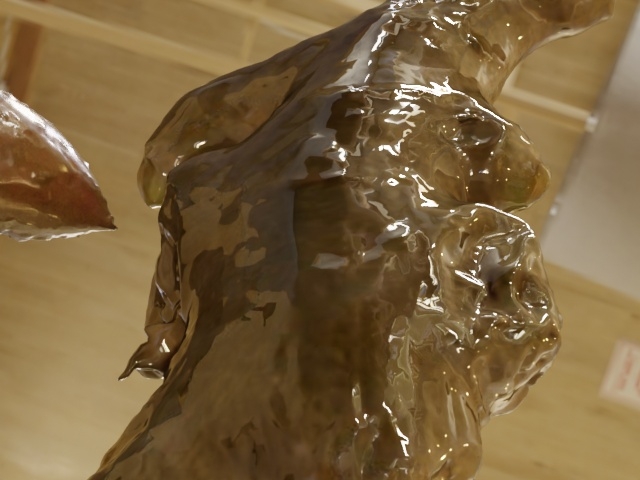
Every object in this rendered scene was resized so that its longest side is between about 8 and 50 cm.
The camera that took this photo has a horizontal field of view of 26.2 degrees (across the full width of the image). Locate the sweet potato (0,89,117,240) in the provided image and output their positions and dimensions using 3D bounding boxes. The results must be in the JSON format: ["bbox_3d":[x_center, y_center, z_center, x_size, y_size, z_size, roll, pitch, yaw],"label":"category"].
[{"bbox_3d":[-0.165,-0.049,0.488,0.068,0.206,0.060,-53,165,-41],"label":"sweet potato"}]

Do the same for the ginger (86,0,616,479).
[{"bbox_3d":[0.000,0.002,0.439,0.080,0.166,0.333,72,25,-43],"label":"ginger"}]
